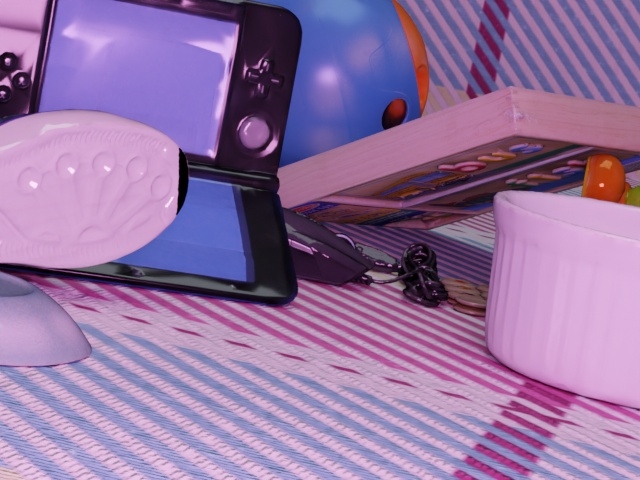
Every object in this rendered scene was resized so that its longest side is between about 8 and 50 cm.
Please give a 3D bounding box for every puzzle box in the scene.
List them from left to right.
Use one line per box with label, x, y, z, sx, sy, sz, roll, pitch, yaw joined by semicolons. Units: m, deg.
puzzle box;0.159;-0.082;2.133;0.272;0.052;0.409;5;-14;-40

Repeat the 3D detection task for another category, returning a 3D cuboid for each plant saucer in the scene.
plant saucer;-0.249;0.043;1.318;0.195;0.037;0.195;10;8;-1

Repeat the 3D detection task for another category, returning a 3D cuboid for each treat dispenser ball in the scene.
treat dispenser ball;0.003;-0.220;2.616;0.288;0.288;0.288;11;8;-1

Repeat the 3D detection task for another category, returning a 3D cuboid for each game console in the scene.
game console;-0.153;-0.096;1.665;0.293;0.250;0.173;8;7;-18

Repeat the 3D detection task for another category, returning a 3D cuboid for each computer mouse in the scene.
computer mouse;0.000;0.000;1.877;0.262;0.060;0.184;12;9;3

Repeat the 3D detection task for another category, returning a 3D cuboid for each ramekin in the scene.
ramekin;0.267;0.052;1.598;0.277;0.135;0.277;10;8;-1

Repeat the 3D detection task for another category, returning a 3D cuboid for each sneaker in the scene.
sneaker;-0.295;-0.062;1.524;0.322;0.130;0.236;-13;28;-36

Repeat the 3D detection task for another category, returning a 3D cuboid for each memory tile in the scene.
memory tile;0.175;0.059;1.868;0.113;0.012;0.148;10;8;-5

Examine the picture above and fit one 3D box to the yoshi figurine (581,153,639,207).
yoshi figurine;0.431;0.015;1.946;0.362;0.204;0.203;14;18;8
